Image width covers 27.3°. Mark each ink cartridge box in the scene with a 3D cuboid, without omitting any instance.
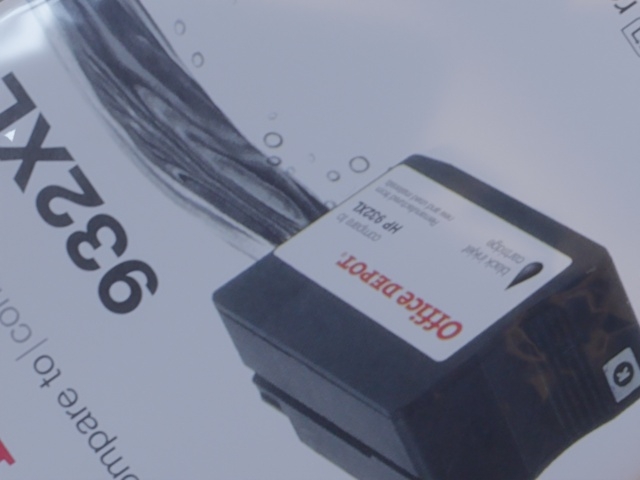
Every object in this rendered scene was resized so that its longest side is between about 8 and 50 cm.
[{"bbox_3d":[0.000,0.000,0.427,0.307,0.129,0.223,-35,95,-8],"label":"ink cartridge box"}]

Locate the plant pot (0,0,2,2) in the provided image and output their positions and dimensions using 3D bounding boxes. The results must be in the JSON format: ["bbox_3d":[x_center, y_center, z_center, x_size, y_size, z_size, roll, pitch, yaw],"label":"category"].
[{"bbox_3d":[-0.238,-0.104,0.778,0.284,0.191,0.284,-1,93,-27],"label":"plant pot"}]
